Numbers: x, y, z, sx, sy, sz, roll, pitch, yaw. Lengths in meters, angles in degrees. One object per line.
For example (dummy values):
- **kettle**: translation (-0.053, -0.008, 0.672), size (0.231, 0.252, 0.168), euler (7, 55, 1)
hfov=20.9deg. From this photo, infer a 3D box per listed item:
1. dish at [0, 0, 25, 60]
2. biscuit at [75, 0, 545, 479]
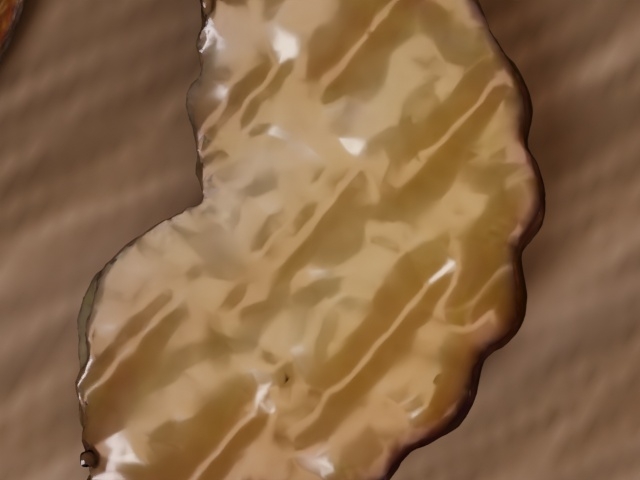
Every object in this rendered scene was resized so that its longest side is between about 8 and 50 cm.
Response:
- **dish**: translation (-0.158, -0.088, 0.477), size (0.141, 0.078, 0.141), euler (-4, 96, -42)
- **biscuit**: translation (0.000, 0.000, 0.484), size (0.118, 0.061, 0.183), euler (18, 85, -5)
